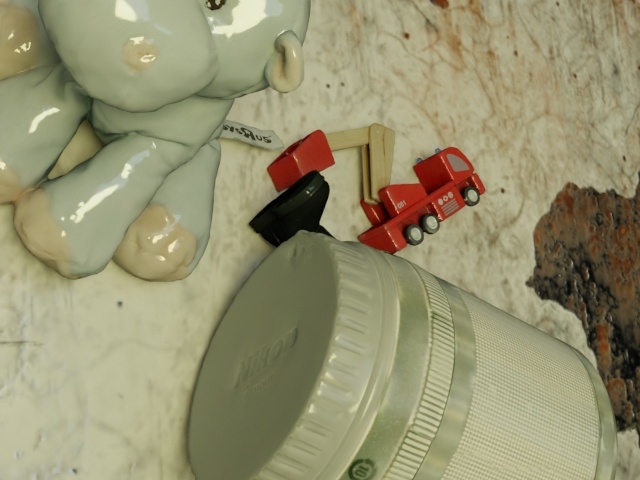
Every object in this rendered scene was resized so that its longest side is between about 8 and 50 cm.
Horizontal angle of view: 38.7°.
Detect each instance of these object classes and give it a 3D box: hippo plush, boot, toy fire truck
[{"bbox_3d":[-0.099,-0.100,0.637,0.294,0.236,0.234,-7,81,-34],"label":"hippo plush"},{"bbox_3d":[0.000,0.000,0.751,0.099,0.121,0.045,45,60,-8],"label":"boot"},{"bbox_3d":[0.058,-0.058,0.844,0.192,0.047,0.135,-32,95,-35],"label":"toy fire truck"}]

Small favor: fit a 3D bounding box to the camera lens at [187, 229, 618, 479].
[{"bbox_3d":[0.067,0.138,0.694,0.274,0.219,0.219,27,65,-25],"label":"camera lens"}]
